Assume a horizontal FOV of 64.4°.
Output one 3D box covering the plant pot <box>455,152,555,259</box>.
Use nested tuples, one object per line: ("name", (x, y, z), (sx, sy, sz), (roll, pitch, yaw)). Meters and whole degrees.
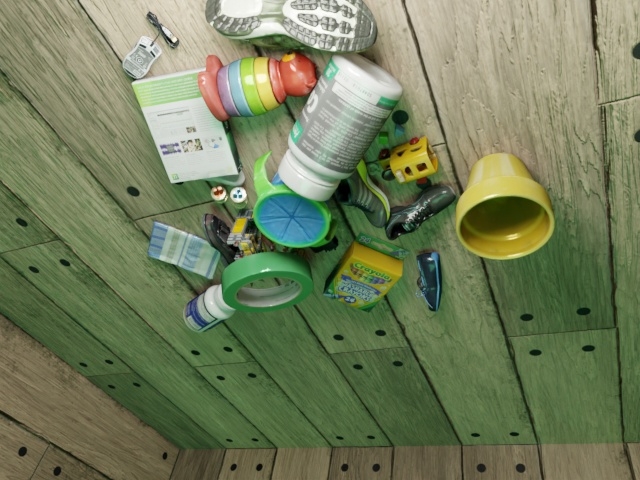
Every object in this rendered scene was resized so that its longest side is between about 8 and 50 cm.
("plant pot", (0.513, -0.113, 1.445), (0.253, 0.239, 0.254), (7, 136, 6))

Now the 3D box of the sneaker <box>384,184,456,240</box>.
("sneaker", (0.316, -0.081, 1.623), (0.267, 0.106, 0.101), (-31, 121, 35))

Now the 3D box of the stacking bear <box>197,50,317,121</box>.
("stacking bear", (-0.151, -0.421, 1.352), (0.288, 0.175, 0.164), (-9, 131, 11))

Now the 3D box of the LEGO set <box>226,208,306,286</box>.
("LEGO set", (-0.188, 0.039, 1.801), (0.254, 0.192, 0.331), (5, 137, 9))

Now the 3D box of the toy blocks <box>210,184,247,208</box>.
("toy blocks", (-0.304, -0.154, 1.679), (0.123, 0.054, 0.148), (15, 171, -3))

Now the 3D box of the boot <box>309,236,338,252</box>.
("boot", (0.000, 0.000, 1.825), (0.099, 0.045, 0.121), (-16, 137, 30))

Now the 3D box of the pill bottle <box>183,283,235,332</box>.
("pill bottle", (-0.449, 0.278, 2.139), (0.153, 0.153, 0.264), (38, 131, -25))

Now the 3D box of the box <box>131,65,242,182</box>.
("box", (-0.387, -0.335, 1.507), (0.232, 0.058, 0.322), (-6, 123, 12))

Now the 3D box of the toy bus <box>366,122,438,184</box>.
("toy bus", (0.244, -0.219, 1.496), (0.190, 0.104, 0.202), (16, 136, -3))

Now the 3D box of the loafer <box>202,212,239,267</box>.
("loafer", (-0.340, 0.001, 1.872), (0.095, 0.109, 0.303), (-7, 142, 10))

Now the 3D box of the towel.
("towel", (-0.536, 0.043, 2.005), (0.284, 0.034, 0.209), (23, 135, -10))

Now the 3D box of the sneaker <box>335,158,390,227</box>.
("sneaker", (0.112, -0.139, 1.582), (0.111, 0.121, 0.300), (1, 138, 48))

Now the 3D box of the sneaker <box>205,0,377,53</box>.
("sneaker", (-0.059, -0.526, 1.234), (0.410, 0.182, 0.158), (14, 93, 9))

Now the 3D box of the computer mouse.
("computer mouse", (-0.477, -0.527, 1.397), (0.193, 0.042, 0.106), (-33, 125, 31))

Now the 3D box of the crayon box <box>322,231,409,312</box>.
("crayon box", (0.165, 0.127, 1.890), (0.203, 0.083, 0.323), (22, 136, -10))

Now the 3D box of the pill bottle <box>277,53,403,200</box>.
("pill bottle", (0.040, -0.293, 1.342), (0.204, 0.204, 0.361), (26, 120, -13))

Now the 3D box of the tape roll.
("tape roll", (-0.187, 0.152, 1.788), (0.321, 0.077, 0.321), (-9, 150, -5))

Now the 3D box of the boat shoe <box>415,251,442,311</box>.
("boat shoe", (0.396, 0.146, 1.859), (0.089, 0.109, 0.258), (3, 120, 21))

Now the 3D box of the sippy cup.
("sippy cup", (-0.070, -0.135, 1.570), (0.239, 0.224, 0.306), (4, 136, 8))

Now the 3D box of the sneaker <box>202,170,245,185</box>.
("sneaker", (-0.350, -0.221, 1.670), (0.212, 0.080, 0.094), (21, 149, 0))
